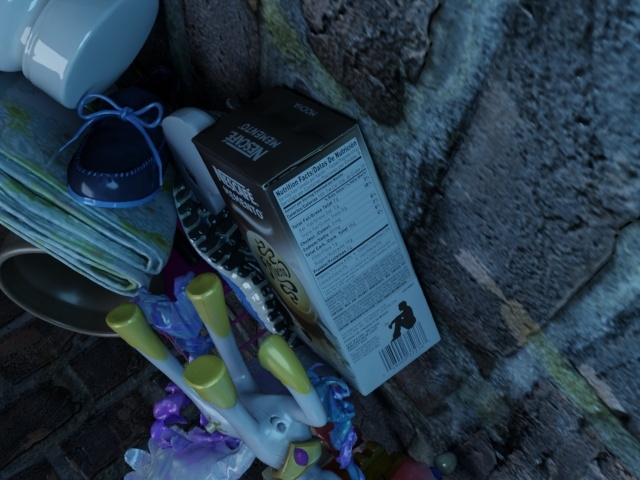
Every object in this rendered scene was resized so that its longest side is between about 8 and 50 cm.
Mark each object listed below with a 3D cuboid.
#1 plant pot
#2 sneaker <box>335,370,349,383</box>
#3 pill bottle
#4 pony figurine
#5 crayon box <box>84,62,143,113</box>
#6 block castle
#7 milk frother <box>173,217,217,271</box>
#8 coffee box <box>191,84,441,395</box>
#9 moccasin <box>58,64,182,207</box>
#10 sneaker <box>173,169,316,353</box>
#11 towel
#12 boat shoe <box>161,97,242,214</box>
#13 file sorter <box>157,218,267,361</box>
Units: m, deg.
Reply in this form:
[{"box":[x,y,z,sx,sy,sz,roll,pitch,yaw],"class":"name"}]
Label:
[{"box":[-0.357,-0.004,1.578,0.263,0.229,0.263,8,146,6],"class":"plant pot"},{"box":[0.021,0.121,1.334,0.178,0.077,0.072,60,163,-16],"class":"sneaker"},{"box":[-0.413,-0.356,1.238,0.392,0.224,0.224,38,163,3],"class":"pill bottle"},{"box":[-0.094,0.203,1.152,0.351,0.303,0.363,22,149,50],"class":"pony figurine"},{"box":[-0.429,-0.258,1.710,0.363,0.106,0.313,50,150,20],"class":"crayon box"},{"box":[0.132,0.467,1.497,0.303,0.213,0.453,25,149,55],"class":"block castle"},{"box":[-0.165,-0.036,1.561,0.143,0.129,0.134,-39,85,31],"class":"milk frother"},{"box":[0.000,0.000,1.064,0.168,0.119,0.297,35,155,53],"class":"coffee box"},{"box":[-0.255,-0.148,1.280,0.342,0.138,0.116,-94,15,-64],"class":"moccasin"},{"box":[-0.107,0.029,1.430,0.330,0.130,0.147,56,162,-3],"class":"sneaker"},{"box":[-0.346,-0.093,1.360,0.321,0.090,0.374,35,-162,-17],"class":"towel"},{"box":[-0.115,-0.111,1.208,0.113,0.105,0.306,48,170,9],"class":"boat shoe"},{"box":[-0.237,0.072,1.778,0.291,0.202,0.182,42,163,40],"class":"file sorter"}]
